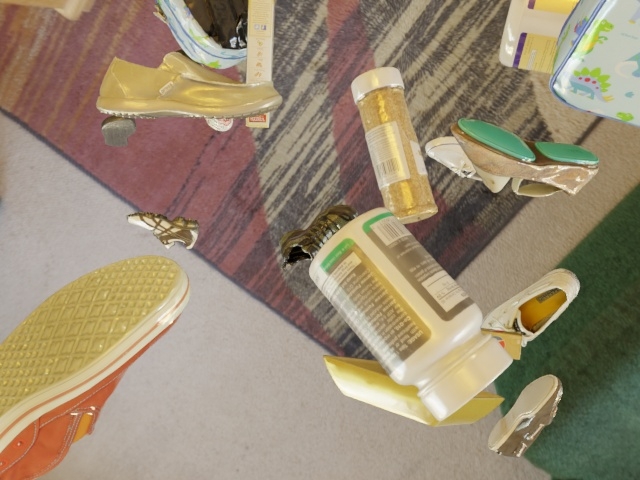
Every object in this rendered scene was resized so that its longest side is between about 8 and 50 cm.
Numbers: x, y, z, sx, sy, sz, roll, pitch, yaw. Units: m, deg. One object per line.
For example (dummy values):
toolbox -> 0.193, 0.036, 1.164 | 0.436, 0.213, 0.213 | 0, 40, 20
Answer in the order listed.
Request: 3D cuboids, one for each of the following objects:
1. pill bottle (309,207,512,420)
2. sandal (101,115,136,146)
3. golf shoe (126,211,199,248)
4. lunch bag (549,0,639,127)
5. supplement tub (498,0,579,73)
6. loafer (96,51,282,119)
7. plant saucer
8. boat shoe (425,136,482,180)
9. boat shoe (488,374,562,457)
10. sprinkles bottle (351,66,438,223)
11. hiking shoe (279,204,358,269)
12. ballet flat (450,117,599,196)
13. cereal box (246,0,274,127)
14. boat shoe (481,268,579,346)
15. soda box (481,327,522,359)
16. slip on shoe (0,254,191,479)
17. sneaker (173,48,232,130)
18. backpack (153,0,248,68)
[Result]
pill bottle -> 0.161, 0.131, 1.028 | 0.204, 0.204, 0.361 | -46, 71, 20
sandal -> -0.635, -0.352, 1.740 | 0.097, 0.254, 0.054 | 1, 83, -27
golf shoe -> -0.431, -0.027, 1.511 | 0.198, 0.077, 0.094 | 10, 95, 1
lunch bag -> 0.347, -0.183, 0.518 | 0.219, 0.176, 0.090 | 18, 67, 6
supplement tub -> 0.589, -0.482, 1.237 | 0.331, 0.241, 0.241 | 16, 111, 14
loafer -> -0.189, -0.222, 0.803 | 0.268, 0.102, 0.092 | 0, 101, -1
plant saucer -> 0.214, 0.355, 1.305 | 0.333, 0.333, 0.081 | 9, 83, 37
boat shoe -> 0.412, -0.219, 1.559 | 0.258, 0.084, 0.095 | 9, 153, -19
boat shoe -> 0.611, 0.513, 1.617 | 0.095, 0.112, 0.335 | 25, 124, -2
sprinkles bottle -> 0.171, -0.218, 1.308 | 0.121, 0.121, 0.355 | -16, 83, 14
hiking shoe -> 0.000, 0.000, 1.371 | 0.227, 0.114, 0.086 | -31, 126, 20
ballet flat -> 0.356, -0.131, 1.002 | 0.316, 0.107, 0.106 | 10, 129, -18
cereal box -> -0.111, -0.334, 1.019 | 0.047, 0.173, 0.240 | 3, 106, -7
boat shoe -> 0.563, 0.233, 1.567 | 0.136, 0.156, 0.367 | 49, 126, 8
soda box -> 0.420, 0.258, 1.436 | 0.181, 0.058, 0.061 | 5, 92, 20
slip on shoe -> -0.251, 0.141, 0.544 | 0.331, 0.123, 0.101 | -44, 138, 0
sneaker -> -0.365, -0.454, 1.722 | 0.090, 0.145, 0.270 | -38, 75, -17
backpack -> -0.265, -0.600, 1.341 | 0.355, 0.290, 0.273 | 54, 147, -1
